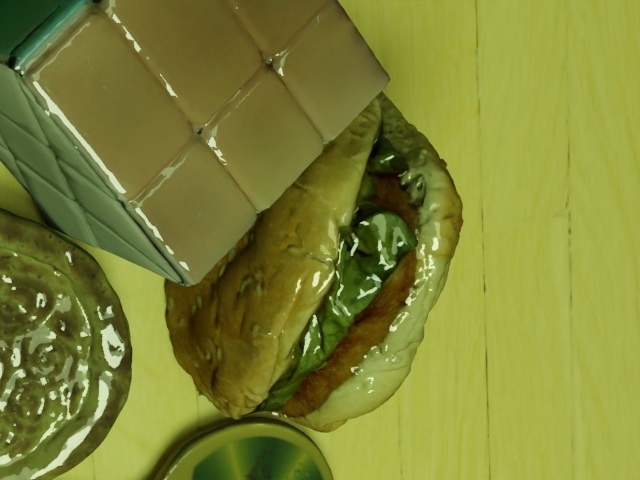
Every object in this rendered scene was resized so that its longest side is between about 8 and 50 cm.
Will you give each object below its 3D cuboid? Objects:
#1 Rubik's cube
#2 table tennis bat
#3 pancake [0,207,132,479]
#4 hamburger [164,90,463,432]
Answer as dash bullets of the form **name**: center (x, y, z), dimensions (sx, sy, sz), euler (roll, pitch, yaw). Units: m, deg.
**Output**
- **Rubik's cube**: center (-0.130, -0.136, 1.381), dimensions (0.225, 0.231, 0.221), euler (-47, 123, -16)
- **table tennis bat**: center (-0.117, 0.242, 1.601), dimensions (0.321, 0.050, 0.198), euler (7, 100, -38)
- **pancake**: center (-0.262, 0.096, 1.455), dimensions (0.250, 0.031, 0.250), euler (-11, 115, -25)
- **hamburger**: center (0.003, 0.001, 1.516), dimensions (0.162, 0.209, 0.330), euler (9, 95, -35)
